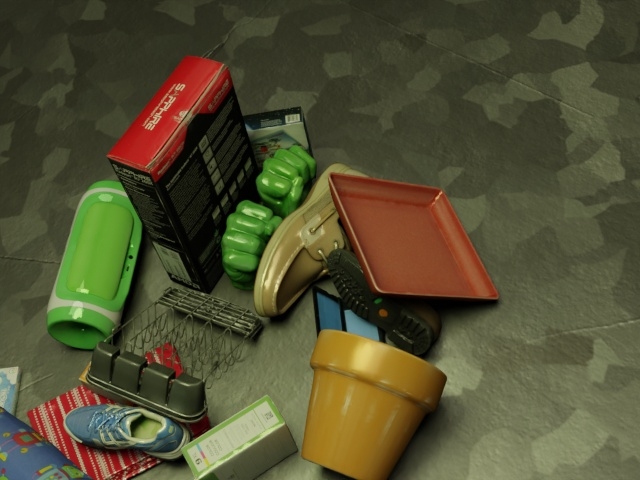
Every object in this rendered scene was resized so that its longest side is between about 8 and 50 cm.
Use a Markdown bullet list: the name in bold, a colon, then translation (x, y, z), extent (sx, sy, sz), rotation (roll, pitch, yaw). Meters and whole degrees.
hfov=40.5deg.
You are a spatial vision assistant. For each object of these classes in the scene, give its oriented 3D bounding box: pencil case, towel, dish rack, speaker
- **pencil case**: translation (-0.462, 0.360, 1.325), extent (0.306, 0.119, 0.133), rotation (23, 95, 34)
- **towel**: translation (-0.333, 0.298, 1.428), extent (0.274, 0.031, 0.199), rotation (-26, 54, -8)
- **dish rack**: translation (-0.228, 0.172, 1.433), extent (0.208, 0.074, 0.271), rotation (19, 28, 15)
- **speaker**: translation (-0.399, 0.040, 1.562), extent (0.131, 0.131, 0.297), rotation (-1, 55, 10)

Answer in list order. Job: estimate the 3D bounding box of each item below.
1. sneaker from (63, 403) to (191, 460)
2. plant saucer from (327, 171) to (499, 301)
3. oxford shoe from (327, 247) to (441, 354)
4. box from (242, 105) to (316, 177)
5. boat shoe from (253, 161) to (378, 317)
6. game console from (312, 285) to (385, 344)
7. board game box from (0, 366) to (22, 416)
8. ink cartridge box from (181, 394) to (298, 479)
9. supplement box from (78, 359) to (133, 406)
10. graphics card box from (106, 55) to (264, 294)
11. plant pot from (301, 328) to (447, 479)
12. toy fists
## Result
- **sneaker**: translation (-0.308, 0.287, 1.361), extent (0.211, 0.081, 0.080), rotation (3, 57, 14)
- **plant saucer**: translation (0.146, 0.005, 1.468), extent (0.258, 0.048, 0.259), rotation (5, 47, -33)
- **oxford shoe**: translation (0.106, 0.091, 1.453), extent (0.227, 0.083, 0.096), rotation (43, 38, 10)
- **box**: translation (-0.134, -0.166, 1.637), extent (0.233, 0.159, 0.044), rotation (-8, 55, 4)
- **boat shoe**: translation (0.000, 0.000, 1.520), extent (0.110, 0.122, 0.341), rotation (20, 60, 23)
- **game console**: translation (0.048, 0.133, 1.448), extent (0.107, 0.071, 0.122), rotation (-9, 55, 4)
- **board game box**: translation (-0.567, 0.266, 1.498), extent (0.090, 0.020, 0.090), rotation (-7, 54, 4)
- **ink cartridge box**: translation (-0.144, 0.333, 1.320), extent (0.209, 0.109, 0.062), rotation (-32, 56, -11)
- **supplement box**: translation (-0.341, 0.228, 1.439), extent (0.098, 0.036, 0.062), rotation (16, 59, 25)
- **graphics card box**: translation (-0.208, -0.100, 1.475), extent (0.094, 0.371, 0.233), rotation (19, 62, 22)
- **plant pot**: translation (0.062, 0.257, 1.296), extent (0.205, 0.205, 0.188), rotation (16, 75, 20)
- **toy fists**: translation (-0.089, -0.045, 1.554), extent (0.096, 0.142, 0.279), rotation (20, 62, 22)
